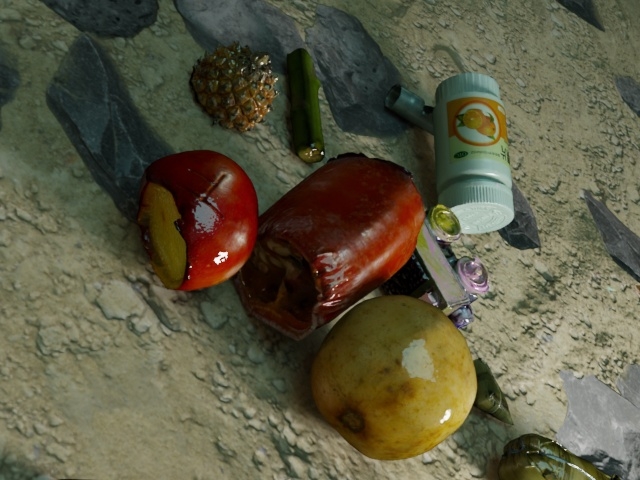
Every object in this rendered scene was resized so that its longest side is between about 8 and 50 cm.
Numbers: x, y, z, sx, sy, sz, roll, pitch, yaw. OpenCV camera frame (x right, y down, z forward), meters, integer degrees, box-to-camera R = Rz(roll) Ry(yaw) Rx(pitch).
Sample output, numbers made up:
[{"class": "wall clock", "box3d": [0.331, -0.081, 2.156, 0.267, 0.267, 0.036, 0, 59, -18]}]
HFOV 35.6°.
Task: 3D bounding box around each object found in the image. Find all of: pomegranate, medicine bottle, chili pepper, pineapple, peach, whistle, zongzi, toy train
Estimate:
[{"class": "pomegranate", "box3d": [0.118, 0.215, 1.570, 0.260, 0.260, 0.260, 25, 45, -27]}, {"class": "medicine bottle", "box3d": [0.319, -0.188, 2.105, 0.158, 0.158, 0.318, 17, 60, -34]}, {"class": "chili pepper", "box3d": [0.000, 0.000, 1.637, 0.251, 0.229, 0.305, 27, 36, 25]}, {"class": "pineapple", "box3d": [-0.139, -0.301, 1.830, 0.161, 0.137, 0.176, 18, 47, -33]}, {"class": "peach", "box3d": [-0.197, -0.029, 1.515, 0.196, 0.190, 0.226, 57, 37, -35]}, {"class": "whistle", "box3d": [0.282, -0.255, 2.248, 0.312, 0.062, 0.062, 27, 43, -25]}, {"class": "zongzi", "box3d": [0.410, 0.489, 1.714, 0.251, 0.125, 0.274, 31, 48, -22]}, {"class": "toy train", "box3d": [0.199, 0.046, 1.865, 0.177, 0.134, 0.261, -9, 65, -46]}, {"class": "zongzi", "box3d": [0.320, 0.282, 1.859, 0.113, 0.052, 0.104, 37, 33, -35]}]

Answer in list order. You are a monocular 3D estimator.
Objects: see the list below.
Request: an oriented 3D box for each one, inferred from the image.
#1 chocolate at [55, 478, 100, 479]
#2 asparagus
[{"class": "chocolate", "box3d": [-0.299, 0.347, 1.174, 0.080, 0.125, 0.148, 9, 56, -18]}, {"class": "asparagus", "box3d": [-0.031, -0.268, 1.970, 0.067, 0.060, 0.277, 8, 51, -15]}]
